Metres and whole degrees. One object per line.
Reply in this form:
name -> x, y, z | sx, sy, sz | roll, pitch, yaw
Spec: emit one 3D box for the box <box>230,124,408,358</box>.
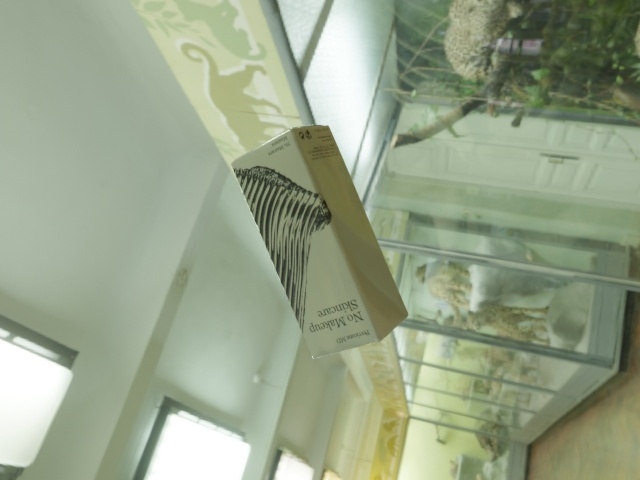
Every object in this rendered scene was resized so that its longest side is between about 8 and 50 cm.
box -> 0.000, 0.000, 0.700 | 0.094, 0.113, 0.275 | -23, -91, -57
